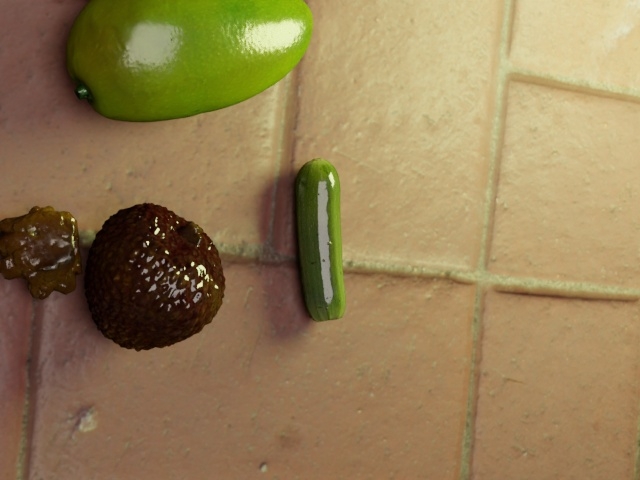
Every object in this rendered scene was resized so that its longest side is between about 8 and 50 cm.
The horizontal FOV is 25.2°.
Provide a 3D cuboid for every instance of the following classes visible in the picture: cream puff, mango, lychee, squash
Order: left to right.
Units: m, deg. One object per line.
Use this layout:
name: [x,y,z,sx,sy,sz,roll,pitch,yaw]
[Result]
cream puff: [-0.350,0.015,1.799,0.122,0.094,0.116,36,71,0]
lychee: [-0.211,0.047,1.821,0.194,0.194,0.194,-1,92,-27]
mango: [-0.162,-0.259,1.848,0.343,0.156,0.192,-14,107,-30]
squash: [0.000,0.000,1.988,0.066,0.066,0.228,-7,95,-27]
